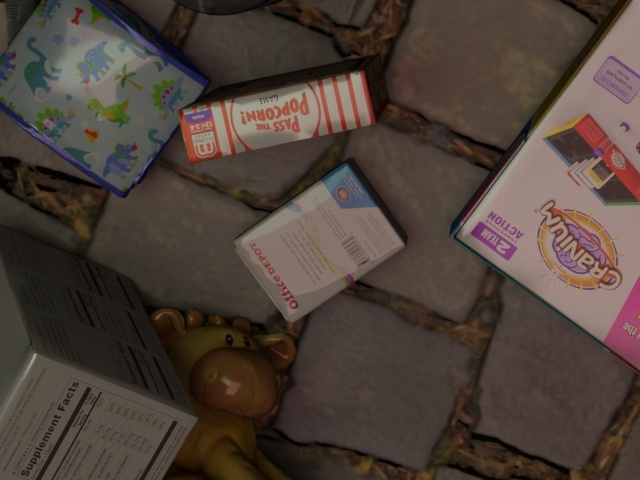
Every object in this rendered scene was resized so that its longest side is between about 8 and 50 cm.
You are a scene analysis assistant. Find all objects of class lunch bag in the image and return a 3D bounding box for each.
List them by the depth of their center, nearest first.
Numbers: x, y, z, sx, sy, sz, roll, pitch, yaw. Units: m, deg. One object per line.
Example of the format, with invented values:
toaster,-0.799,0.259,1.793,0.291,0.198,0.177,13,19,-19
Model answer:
lunch bag,-0.184,-0.129,1.375,0.151,0.096,0.129,39,101,8

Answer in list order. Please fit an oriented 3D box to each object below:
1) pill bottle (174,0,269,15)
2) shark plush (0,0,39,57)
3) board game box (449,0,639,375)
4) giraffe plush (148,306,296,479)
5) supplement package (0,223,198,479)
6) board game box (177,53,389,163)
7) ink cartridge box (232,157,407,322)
pill bottle,-0.069,-0.241,1.266,0.130,0.246,0.131,1,100,5
shark plush,-0.242,-0.231,1.400,0.067,0.073,0.161,39,81,-22
board game box,0.294,-0.063,1.355,0.242,0.064,0.316,36,102,-2
giraffe plush,-0.087,0.152,1.401,0.210,0.181,0.171,18,92,37
supplement package,-0.236,0.141,1.327,0.145,0.262,0.204,25,102,-26
board game box,-0.025,-0.109,1.313,0.146,0.193,0.045,-11,99,8
ink cartridge box,0.000,0.000,1.402,0.122,0.052,0.088,-34,95,9
